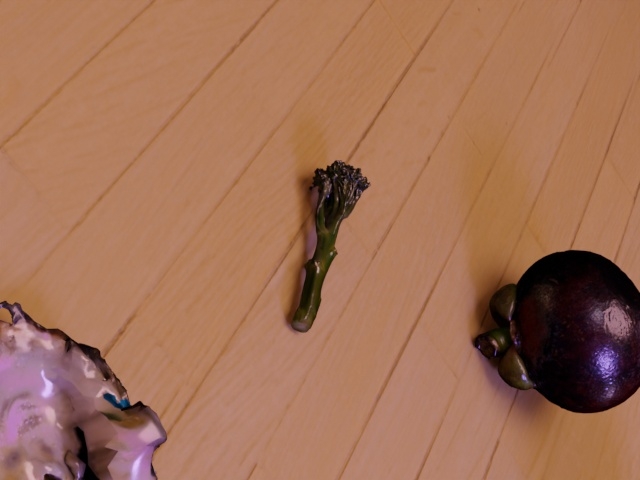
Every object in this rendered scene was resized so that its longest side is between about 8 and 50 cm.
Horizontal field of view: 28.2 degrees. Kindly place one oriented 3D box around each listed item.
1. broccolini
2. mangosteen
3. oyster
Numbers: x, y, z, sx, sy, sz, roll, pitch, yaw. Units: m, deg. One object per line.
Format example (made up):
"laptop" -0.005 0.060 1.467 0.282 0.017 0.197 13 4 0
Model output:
"broccolini" 0.002 0.000 1.413 0.067 0.058 0.216 18 54 0
"mangosteen" 0.325 0.127 1.654 0.216 0.216 0.216 26 54 -42
"oyster" -0.217 0.167 1.038 0.259 0.092 0.198 35 48 -25
